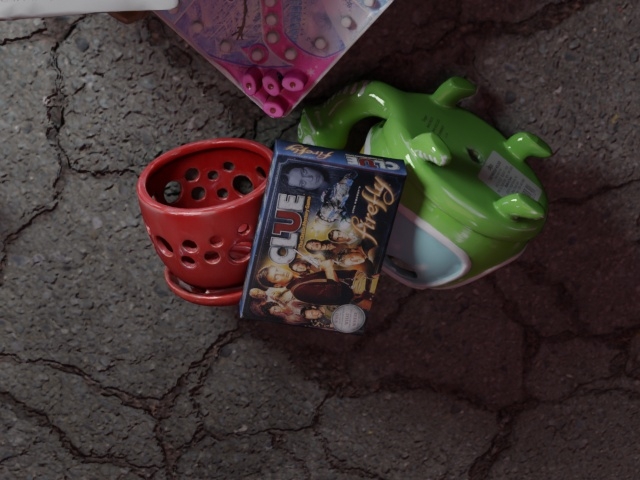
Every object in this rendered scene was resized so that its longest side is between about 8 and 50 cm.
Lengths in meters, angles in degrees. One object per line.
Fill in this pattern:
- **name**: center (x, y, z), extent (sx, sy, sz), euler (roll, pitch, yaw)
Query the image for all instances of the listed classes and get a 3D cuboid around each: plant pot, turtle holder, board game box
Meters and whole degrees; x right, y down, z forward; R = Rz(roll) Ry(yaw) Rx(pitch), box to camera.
- **plant pot**: center (-0.135, -0.017, 1.991), extent (0.191, 0.191, 0.174), euler (-11, 121, -4)
- **turtle holder**: center (0.132, -0.068, 1.983), extent (0.320, 0.243, 0.227), euler (20, 129, -26)
- **board game box**: center (0.000, 0.000, 1.894), extent (0.165, 0.042, 0.243), euler (8, 120, -8)
- **board game box**: center (-0.070, -0.402, 1.803), extent (0.390, 0.050, 0.390), euler (41, 109, -8)

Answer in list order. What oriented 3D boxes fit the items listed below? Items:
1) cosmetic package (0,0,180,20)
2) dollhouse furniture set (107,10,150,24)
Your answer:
- **cosmetic package**: center (-0.261, -0.442, 1.581), extent (0.217, 0.156, 0.385), euler (-7, 120, -14)
- **dollhouse furniture set**: center (-0.297, -0.397, 1.726), extent (0.302, 0.151, 0.197), euler (34, 109, 2)
